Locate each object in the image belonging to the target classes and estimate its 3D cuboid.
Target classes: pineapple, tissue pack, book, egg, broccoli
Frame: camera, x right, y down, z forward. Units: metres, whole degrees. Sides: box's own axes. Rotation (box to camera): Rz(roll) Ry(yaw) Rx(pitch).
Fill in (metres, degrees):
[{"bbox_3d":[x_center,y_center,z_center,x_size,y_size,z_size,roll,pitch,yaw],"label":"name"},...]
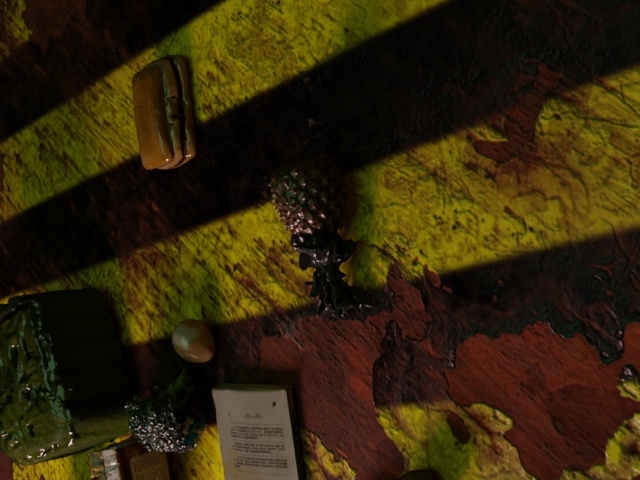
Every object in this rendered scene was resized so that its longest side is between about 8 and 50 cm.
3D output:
[{"bbox_3d":[0.000,0.000,1.451,0.125,0.125,0.251,-12,96,47],"label":"pineapple"},{"bbox_3d":[-0.333,0.476,1.787,0.092,0.183,0.226,-14,84,18],"label":"tissue pack"},{"bbox_3d":[-0.099,0.387,1.641,0.201,0.026,0.289,-7,89,46],"label":"book"},{"bbox_3d":[-0.222,0.180,1.718,0.083,0.071,0.071,38,121,34],"label":"egg"},{"bbox_3d":[-0.269,0.305,1.746,0.155,0.167,0.160,27,76,30],"label":"broccoli"}]

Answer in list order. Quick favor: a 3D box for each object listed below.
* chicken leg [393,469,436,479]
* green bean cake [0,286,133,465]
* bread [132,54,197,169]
[{"bbox_3d":[0.087,0.397,1.378,0.198,0.069,0.085,-36,66,18],"label":"chicken leg"},{"bbox_3d":[-0.548,0.283,1.969,0.335,0.218,0.319,-34,70,45],"label":"green bean cake"},{"bbox_3d":[-0.283,-0.228,1.740,0.116,0.077,0.200,-11,86,55],"label":"bread"}]
